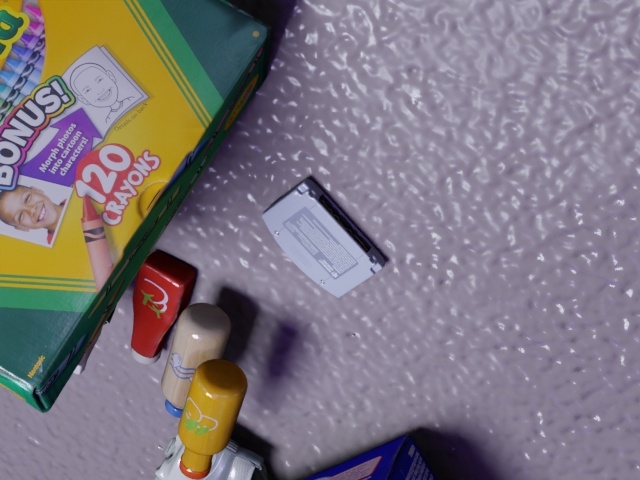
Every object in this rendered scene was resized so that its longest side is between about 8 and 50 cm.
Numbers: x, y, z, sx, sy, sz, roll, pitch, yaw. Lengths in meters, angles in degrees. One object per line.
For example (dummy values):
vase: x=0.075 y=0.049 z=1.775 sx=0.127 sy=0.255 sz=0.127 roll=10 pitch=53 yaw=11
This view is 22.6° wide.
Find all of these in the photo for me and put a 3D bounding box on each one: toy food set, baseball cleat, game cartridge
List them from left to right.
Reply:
toy food set: x=-0.156 y=0.074 z=1.203 sx=0.232 sy=0.111 sz=0.104 roll=26 pitch=130 yaw=8
baseball cleat: x=-0.107 y=0.233 z=1.318 sx=0.109 sy=0.072 sz=0.206 roll=29 pitch=134 yaw=-2
game cartridge: x=0.000 y=0.000 z=1.137 sx=0.056 sy=0.017 sz=0.083 roll=-35 pitch=102 yaw=36

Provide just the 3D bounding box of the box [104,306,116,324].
box: x=-0.215 y=-0.036 z=1.125 sx=0.180 sy=0.147 sz=0.077 roll=10 pitch=161 yaw=20

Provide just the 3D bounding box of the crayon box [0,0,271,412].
crayon box: x=-0.172 y=-0.053 z=1.021 sx=0.165 sy=0.278 sz=0.081 roll=30 pitch=164 yaw=5

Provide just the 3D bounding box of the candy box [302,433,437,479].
candy box: x=0.027 y=0.346 z=1.222 sx=0.268 sy=0.122 sz=0.317 roll=-27 pitch=98 yaw=23
